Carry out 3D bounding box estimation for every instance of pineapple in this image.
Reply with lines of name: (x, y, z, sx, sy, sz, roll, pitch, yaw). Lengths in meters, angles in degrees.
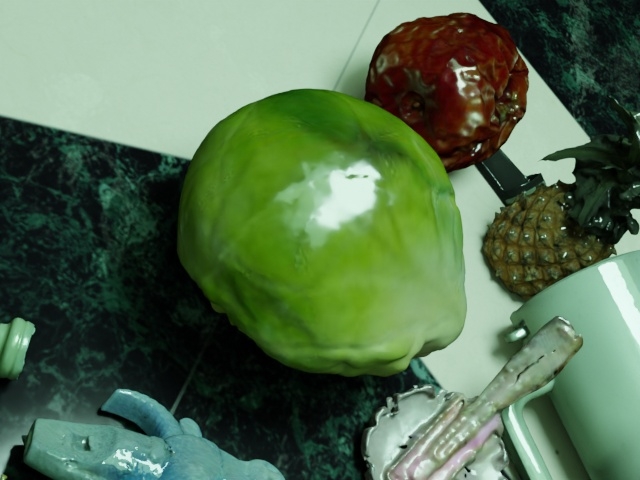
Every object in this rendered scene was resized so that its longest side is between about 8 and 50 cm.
pineapple: (0.353, -0.060, 1.341, 0.165, 0.364, 0.165, 14, 53, -20)

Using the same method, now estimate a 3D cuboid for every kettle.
kettle: (0.369, 0.197, 1.292, 0.265, 0.205, 0.318, -8, 68, -40)

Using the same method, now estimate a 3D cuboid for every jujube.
jujube: (0.165, -0.194, 1.415, 0.213, 0.213, 0.232, 55, 37, 9)

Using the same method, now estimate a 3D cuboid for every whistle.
whistle: (-0.147, 0.224, 1.000, 0.269, 0.093, 0.180, 22, 26, -20)

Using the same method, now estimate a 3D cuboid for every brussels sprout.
brussels sprout: (0.000, 0.000, 1.150, 0.344, 0.268, 0.344, 6, 79, -36)

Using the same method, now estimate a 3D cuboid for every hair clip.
hair clip: (0.177, 0.203, 1.202, 0.300, 0.069, 0.173, -40, 85, -13)

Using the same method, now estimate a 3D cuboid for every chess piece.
chess piece: (-0.346, 0.085, 0.988, 0.149, 0.059, 0.059, 17, 52, -16)

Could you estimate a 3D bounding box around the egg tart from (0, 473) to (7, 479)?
egg tart: (-0.334, 0.298, 0.805, 0.288, 0.118, 0.288, 19, 52, -25)

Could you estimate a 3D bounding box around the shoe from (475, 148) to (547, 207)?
shoe: (0.287, -0.084, 1.527, 0.179, 0.049, 0.071, 51, 47, 5)
